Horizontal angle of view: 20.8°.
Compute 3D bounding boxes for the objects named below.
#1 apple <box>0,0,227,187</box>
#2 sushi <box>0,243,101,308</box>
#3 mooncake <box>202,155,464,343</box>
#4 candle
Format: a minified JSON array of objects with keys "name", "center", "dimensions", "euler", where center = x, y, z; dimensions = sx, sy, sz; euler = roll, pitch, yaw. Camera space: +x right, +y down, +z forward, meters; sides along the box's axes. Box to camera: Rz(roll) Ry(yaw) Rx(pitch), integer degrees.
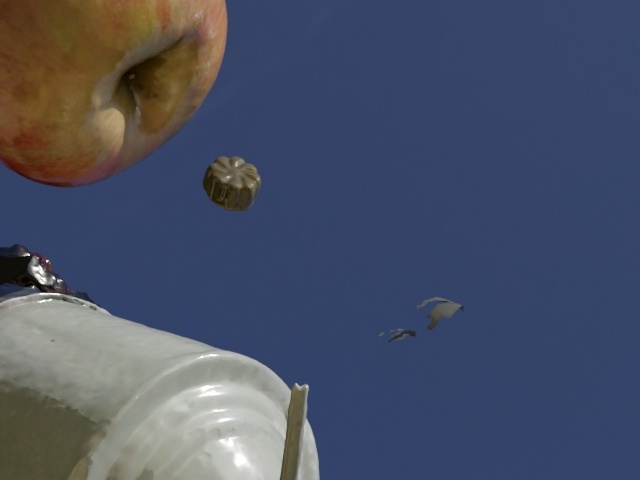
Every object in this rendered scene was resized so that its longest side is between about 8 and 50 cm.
[{"name":"apple","center":[-0.162,-0.141,1.169],"dimensions":[0.164,0.209,0.209],"euler":[37,-61,26]},{"name":"sushi","center":[-0.276,0.076,1.525],"dimensions":[0.153,0.172,0.150],"euler":[-16,-44,-2]},{"name":"mooncake","center":[0.001,0.012,1.562],"dimensions":[0.346,0.150,0.057],"euler":[21,-52,32]},{"name":"candle","center":[-0.135,0.156,1.092],"dimensions":[0.342,0.221,0.221],"euler":[15,-56,45]}]
